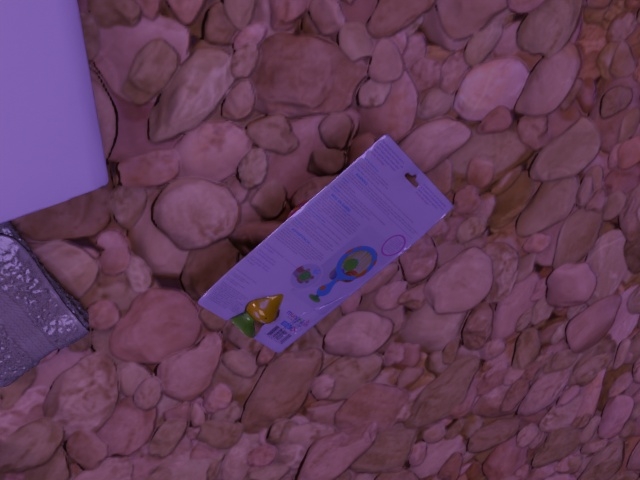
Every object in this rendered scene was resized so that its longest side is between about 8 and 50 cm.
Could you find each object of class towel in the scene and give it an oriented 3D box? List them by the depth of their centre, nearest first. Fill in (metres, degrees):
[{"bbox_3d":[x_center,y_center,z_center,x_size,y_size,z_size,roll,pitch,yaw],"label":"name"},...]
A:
[{"bbox_3d":[-0.276,0.059,0.796,0.110,0.027,0.148,-34,131,-7],"label":"towel"}]

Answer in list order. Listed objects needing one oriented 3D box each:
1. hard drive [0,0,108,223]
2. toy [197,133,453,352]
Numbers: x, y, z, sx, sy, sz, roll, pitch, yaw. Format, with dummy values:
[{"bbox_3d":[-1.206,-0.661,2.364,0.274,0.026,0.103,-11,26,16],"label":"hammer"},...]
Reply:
[{"bbox_3d":[-0.278,-0.162,0.610,0.233,0.047,0.353,-24,128,-30],"label":"hard drive"},{"bbox_3d":[0.000,0.000,0.906,0.237,0.056,0.137,-43,135,7],"label":"toy"}]
